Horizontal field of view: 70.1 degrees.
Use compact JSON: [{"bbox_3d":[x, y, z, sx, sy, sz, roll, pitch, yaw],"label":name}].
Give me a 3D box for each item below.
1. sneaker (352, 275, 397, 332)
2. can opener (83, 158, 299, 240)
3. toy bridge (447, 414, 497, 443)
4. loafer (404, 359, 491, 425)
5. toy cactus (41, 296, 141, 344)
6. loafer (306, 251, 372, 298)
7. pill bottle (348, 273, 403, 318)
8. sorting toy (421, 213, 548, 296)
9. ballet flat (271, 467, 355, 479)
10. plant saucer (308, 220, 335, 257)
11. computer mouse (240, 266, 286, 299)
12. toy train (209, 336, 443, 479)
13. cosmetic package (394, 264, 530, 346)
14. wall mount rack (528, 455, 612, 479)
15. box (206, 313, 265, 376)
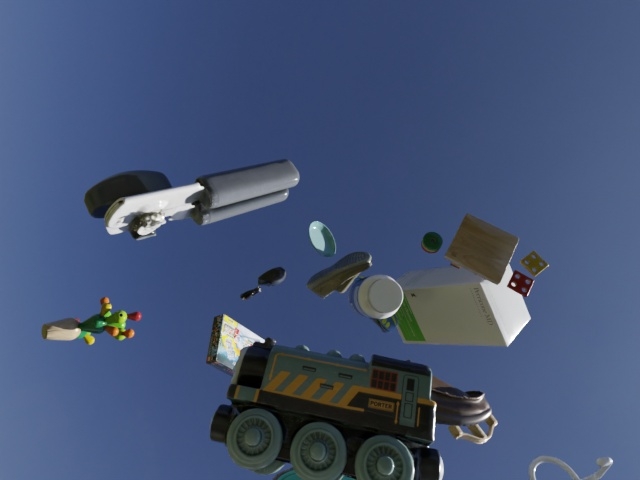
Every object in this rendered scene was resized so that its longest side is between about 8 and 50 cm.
[{"bbox_3d":[0.149,0.188,1.325,0.188,0.067,0.078,56,-29,20],"label":"sneaker"},{"bbox_3d":[-0.150,-0.068,0.597,0.074,0.280,0.093,-45,-111,46],"label":"can opener"},{"bbox_3d":[0.414,0.505,1.211,0.026,0.188,0.063,-59,-134,28],"label":"toy bridge"},{"bbox_3d":[0.215,0.331,1.008,0.134,0.365,0.130,142,-44,-65],"label":"loafer"},{"bbox_3d":[-0.532,0.188,1.044,0.218,0.180,0.112,-8,-97,39],"label":"toy cactus"},{"bbox_3d":[0.073,0.118,1.519,0.251,0.094,0.087,-28,-73,28],"label":"loafer"},{"bbox_3d":[0.121,0.122,0.989,0.169,0.094,0.094,133,-57,-79],"label":"pill bottle"},{"bbox_3d":[0.378,0.029,1.060,0.274,0.132,0.046,28,-24,12],"label":"sorting toy"},{"bbox_3d":[0.137,0.504,0.795,0.182,0.482,0.164,98,-4,-47],"label":"ballet flat"},{"bbox_3d":[0.000,0.000,1.380,0.021,0.119,0.120,-30,-104,32],"label":"plant saucer"},{"bbox_3d":[-0.184,0.148,1.452,0.242,0.071,0.041,-39,-113,44],"label":"computer mouse"},{"bbox_3d":[0.012,0.254,0.665,0.333,0.142,0.190,8,-120,10],"label":"toy train"},{"bbox_3d":[0.379,0.184,1.321,0.365,0.155,0.197,-17,-79,54],"label":"cosmetic package"},{"bbox_3d":[0.521,0.586,0.912,0.350,0.303,0.131,-115,-159,-50],"label":"wall mount rack"},{"bbox_3d":[-0.268,0.363,1.493,0.044,0.233,0.159,-20,-133,25],"label":"box"}]
